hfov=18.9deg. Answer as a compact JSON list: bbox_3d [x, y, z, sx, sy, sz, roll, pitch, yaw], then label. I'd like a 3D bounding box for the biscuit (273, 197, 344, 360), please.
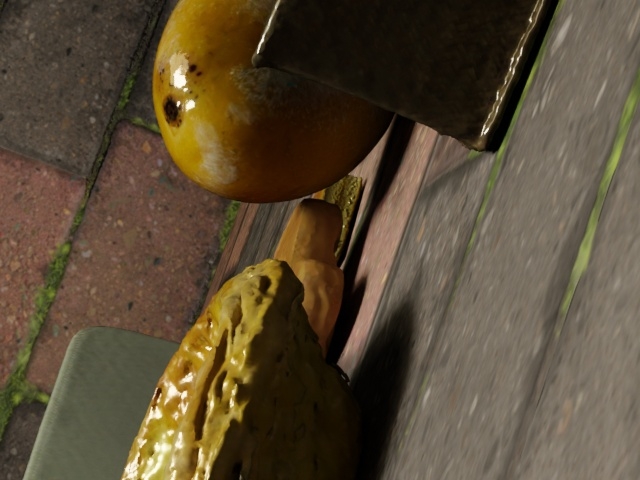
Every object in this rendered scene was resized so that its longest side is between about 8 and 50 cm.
[{"bbox_3d":[-0.043,0.136,1.437,0.355,0.052,0.275,-81,14,-47],"label":"biscuit"}]

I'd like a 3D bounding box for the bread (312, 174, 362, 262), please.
[{"bbox_3d":[0.000,0.000,1.612,0.094,0.035,0.090,118,170,-53],"label":"bread"}]

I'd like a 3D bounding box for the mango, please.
[{"bbox_3d":[-0.011,-0.154,1.507,0.146,0.193,0.316,-24,19,51],"label":"mango"}]

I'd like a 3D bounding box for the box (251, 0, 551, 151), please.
[{"bbox_3d":[0.055,-0.168,1.169,0.273,0.143,0.184,-100,31,-81],"label":"box"}]

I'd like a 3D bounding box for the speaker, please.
[{"bbox_3d":[-0.188,0.256,1.790,0.406,0.183,0.184,-84,10,-66],"label":"speaker"}]

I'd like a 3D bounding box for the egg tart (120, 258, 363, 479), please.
[{"bbox_3d":[-0.053,0.156,1.158,0.294,0.123,0.294,-158,90,-81],"label":"egg tart"}]
